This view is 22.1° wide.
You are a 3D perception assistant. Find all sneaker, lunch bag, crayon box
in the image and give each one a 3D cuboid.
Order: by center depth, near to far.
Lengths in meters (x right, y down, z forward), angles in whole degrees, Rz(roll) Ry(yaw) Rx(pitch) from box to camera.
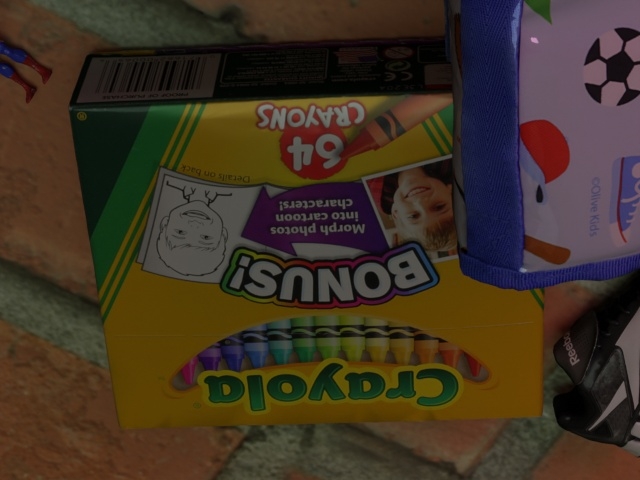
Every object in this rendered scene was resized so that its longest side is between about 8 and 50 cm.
[{"bbox_3d":[0.210,-0.184,1.047,0.239,0.385,0.328,22,130,35],"label":"lunch bag"},{"bbox_3d":[0.000,0.000,1.337,0.363,0.106,0.313,-2,121,4],"label":"crayon box"},{"bbox_3d":[0.256,0.085,1.394,0.106,0.078,0.234,8,124,-5],"label":"sneaker"}]

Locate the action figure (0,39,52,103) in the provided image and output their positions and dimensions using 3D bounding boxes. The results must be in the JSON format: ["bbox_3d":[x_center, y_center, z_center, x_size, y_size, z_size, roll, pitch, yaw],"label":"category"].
[{"bbox_3d":[-0.269,-0.156,1.303,0.115,0.030,0.038,38,120,-16],"label":"action figure"}]
